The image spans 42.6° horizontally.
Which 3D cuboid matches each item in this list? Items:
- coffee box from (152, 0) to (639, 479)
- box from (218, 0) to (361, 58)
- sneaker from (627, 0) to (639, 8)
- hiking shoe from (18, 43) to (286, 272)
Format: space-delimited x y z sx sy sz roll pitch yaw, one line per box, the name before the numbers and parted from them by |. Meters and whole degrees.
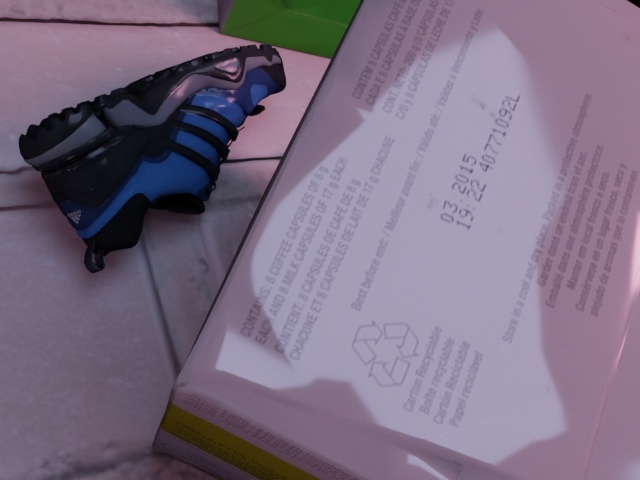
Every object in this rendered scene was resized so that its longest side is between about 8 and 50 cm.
coffee box | 0.108 0.054 0.583 0.338 0.334 0.337 27 68 -3
box | 0.020 -0.339 0.953 0.262 0.127 0.231 7 59 -23
sneaker | 0.300 -0.321 1.069 0.350 0.148 0.131 -4 64 -28
hiking shoe | -0.134 -0.092 0.765 0.304 0.113 0.132 -36 112 -43
